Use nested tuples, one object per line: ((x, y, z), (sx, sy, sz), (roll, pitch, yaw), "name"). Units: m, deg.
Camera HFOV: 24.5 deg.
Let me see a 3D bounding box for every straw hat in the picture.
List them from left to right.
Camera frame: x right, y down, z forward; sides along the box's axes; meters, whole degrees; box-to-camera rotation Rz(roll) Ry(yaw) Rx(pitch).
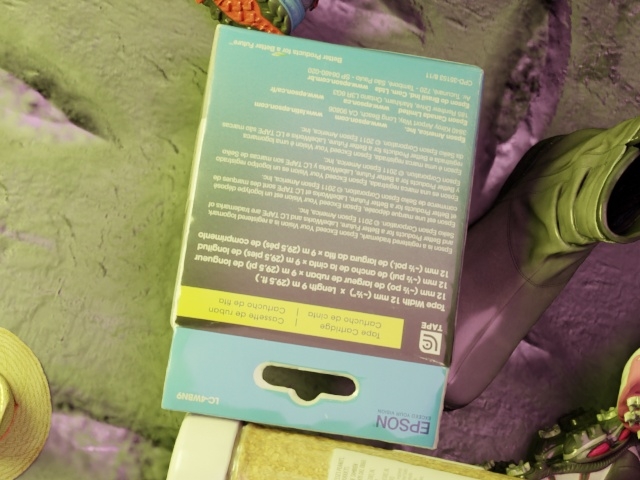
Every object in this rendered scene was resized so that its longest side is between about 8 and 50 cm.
((-0.289, 0.139, 1.249), (0.145, 0.061, 0.144), (4, 81, -22), "straw hat")

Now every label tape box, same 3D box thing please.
((0.000, 0.000, 1.335), (0.249, 0.115, 0.347), (9, 81, -7), "label tape box")

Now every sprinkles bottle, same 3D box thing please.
((0.046, 0.237, 1.275), (0.355, 0.121, 0.121), (12, 77, 2), "sprinkles bottle")

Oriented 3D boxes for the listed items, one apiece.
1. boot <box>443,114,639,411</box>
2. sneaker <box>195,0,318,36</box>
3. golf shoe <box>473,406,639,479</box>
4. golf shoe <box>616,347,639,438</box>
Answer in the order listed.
((0.215, 0.005, 1.387), (0.118, 0.223, 0.338), (36, 71, -14), "boot")
((-0.102, -0.308, 1.387), (0.262, 0.104, 0.125), (50, 51, -13), "sneaker")
((0.204, 0.257, 1.413), (0.273, 0.105, 0.120), (-21, 96, -24), "golf shoe")
((0.360, 0.133, 1.441), (0.306, 0.115, 0.140), (39, 48, -57), "golf shoe")
